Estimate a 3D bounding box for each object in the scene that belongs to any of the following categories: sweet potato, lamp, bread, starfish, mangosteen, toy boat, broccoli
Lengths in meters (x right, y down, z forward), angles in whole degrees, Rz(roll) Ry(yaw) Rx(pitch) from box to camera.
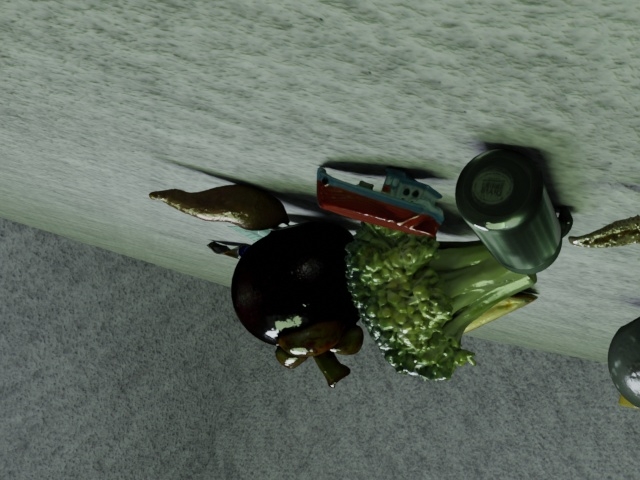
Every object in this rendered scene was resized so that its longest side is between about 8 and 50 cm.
[{"bbox_3d":[-0.132,-0.053,1.195,0.226,0.068,0.068,10,175,-27],"label":"sweet potato"},{"bbox_3d":[0.645,0.190,1.456,0.314,0.181,0.182,-17,-172,-29],"label":"lamp"},{"bbox_3d":[0.281,0.168,1.648,0.264,0.163,0.168,9,-176,26],"label":"bread"},{"bbox_3d":[0.347,-0.011,0.741,0.238,0.056,0.213,7,163,17],"label":"starfish"},{"bbox_3d":[-0.018,0.099,1.225,0.212,0.249,0.211,-16,176,-1],"label":"mangosteen"},{"bbox_3d":[0.061,-0.051,0.927,0.173,0.058,0.069,16,175,36],"label":"toy boat"},{"bbox_3d":[0.161,0.043,1.107,0.244,0.262,0.247,-19,-168,27],"label":"broccoli"}]

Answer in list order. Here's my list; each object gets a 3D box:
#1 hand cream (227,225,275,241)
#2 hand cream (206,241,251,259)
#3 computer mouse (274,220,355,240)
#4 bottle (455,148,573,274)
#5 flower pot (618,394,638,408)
[{"bbox_3d":[-0.028,0.027,1.631,0.331,0.058,0.085,19,172,-36],"label":"hand cream"},{"bbox_3d":[-0.215,0.024,2.029,0.062,0.038,0.163,-1,-176,-36],"label":"hand cream"},{"bbox_3d":[0.000,0.000,1.386,0.106,0.062,0.192,19,176,-44],"label":"computer mouse"},{"bbox_3d":[0.201,-0.024,0.829,0.096,0.079,0.254,-29,159,12],"label":"bottle"},{"bbox_3d":[0.711,0.266,1.664,0.195,0.179,0.195,13,174,1],"label":"flower pot"}]
